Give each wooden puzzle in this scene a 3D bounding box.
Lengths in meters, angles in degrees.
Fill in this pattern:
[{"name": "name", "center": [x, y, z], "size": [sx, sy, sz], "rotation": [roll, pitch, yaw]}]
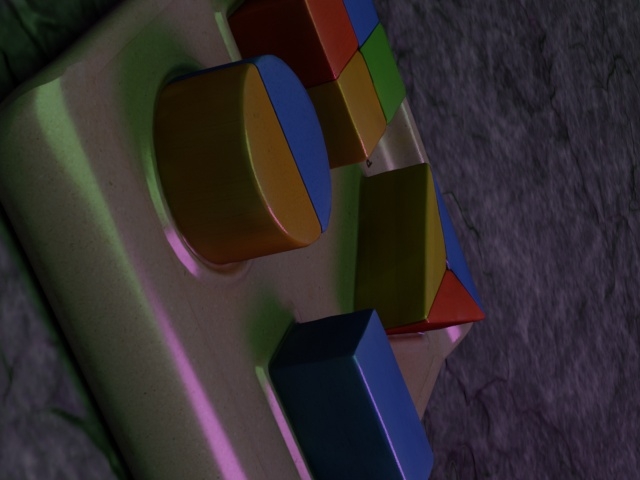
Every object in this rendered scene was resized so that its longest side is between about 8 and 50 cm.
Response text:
[{"name": "wooden puzzle", "center": [0.000, 0.000, 0.788], "size": [0.322, 0.080, 0.348], "rotation": [69, 29, -21]}]
